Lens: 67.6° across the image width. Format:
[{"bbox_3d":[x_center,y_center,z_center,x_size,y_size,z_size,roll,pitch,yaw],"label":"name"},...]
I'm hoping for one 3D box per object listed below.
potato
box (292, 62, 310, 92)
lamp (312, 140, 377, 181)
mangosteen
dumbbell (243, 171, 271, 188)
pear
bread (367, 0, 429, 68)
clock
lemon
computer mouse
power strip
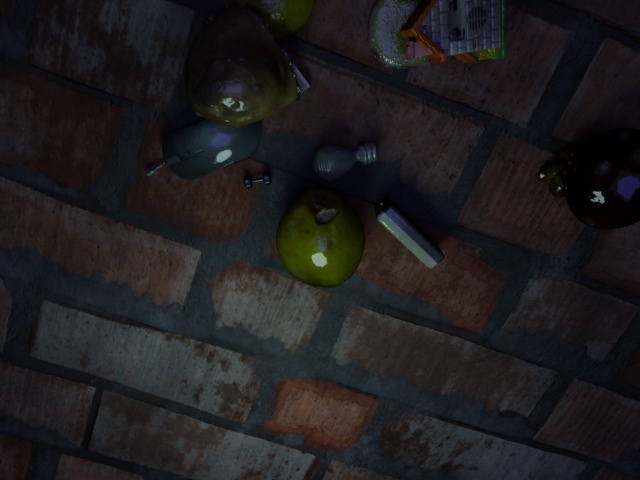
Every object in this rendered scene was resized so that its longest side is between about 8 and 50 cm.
[{"bbox_3d":[-0.231,-0.400,1.185,0.237,0.289,0.301,-47,114,-25],"label":"potato"},{"bbox_3d":[-0.083,-0.441,1.346,0.083,0.035,0.079,-35,107,13],"label":"box"},{"bbox_3d":[0.069,-0.236,1.396,0.193,0.106,0.106,-14,110,-5],"label":"lamp"},{"bbox_3d":[0.806,-0.179,1.327,0.297,0.297,0.293,-38,68,13],"label":"mangosteen"},{"bbox_3d":[-0.190,-0.182,1.442,0.083,0.040,0.036,-11,141,4],"label":"dumbbell"},{"bbox_3d":[0.000,0.000,1.405,0.269,0.269,0.321,-7,129,2],"label":"pear"},{"bbox_3d":[0.241,-0.578,1.298,0.228,0.033,0.228,-1,110,-2],"label":"bread"},{"bbox_3d":[0.337,-0.569,1.239,0.255,0.106,0.220,-11,110,-8],"label":"clock"},{"bbox_3d":[-0.107,-0.610,1.203,0.248,0.184,0.184,-28,108,14],"label":"lemon"},{"bbox_3d":[-0.351,-0.261,1.387,0.379,0.090,0.167,-23,108,10],"label":"computer mouse"},{"bbox_3d":[0.267,-0.027,1.468,0.257,0.105,0.070,43,105,-14],"label":"power strip"}]
